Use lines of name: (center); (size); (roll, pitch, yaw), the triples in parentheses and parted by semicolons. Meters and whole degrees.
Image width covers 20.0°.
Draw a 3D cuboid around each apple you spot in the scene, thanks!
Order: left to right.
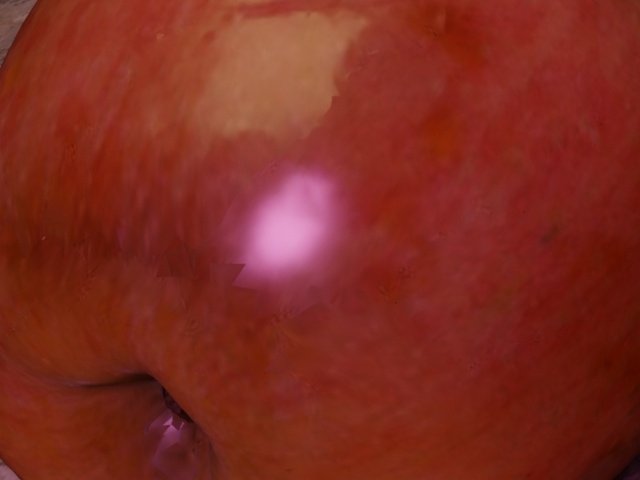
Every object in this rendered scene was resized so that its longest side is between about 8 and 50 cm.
apple: (0.000, 0.000, 0.928); (0.391, 0.391, 0.346); (-2, 43, 38)
